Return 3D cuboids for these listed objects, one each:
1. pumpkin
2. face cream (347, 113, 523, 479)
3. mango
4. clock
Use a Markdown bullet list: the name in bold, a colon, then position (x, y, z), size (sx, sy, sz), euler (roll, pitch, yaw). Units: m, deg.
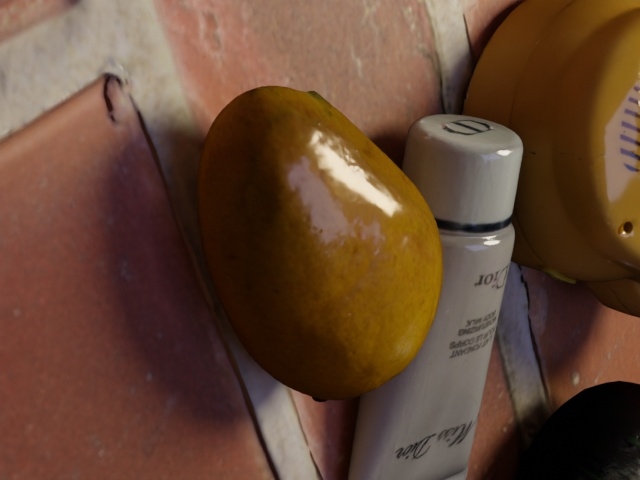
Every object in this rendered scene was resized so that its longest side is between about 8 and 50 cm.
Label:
- **pumpkin**: position (0.251, 0.235, 1.064), size (0.233, 0.163, 0.233), euler (-29, 132, -38)
- **face cream**: position (0.080, 0.066, 0.911), size (0.143, 0.089, 0.315), euler (-14, 122, -43)
- **mango**: position (0.000, 0.000, 0.779), size (0.147, 0.109, 0.227), euler (-28, 124, -10)
- **clock**: position (0.259, -0.070, 0.985), size (0.317, 0.200, 0.244), euler (20, 83, -39)
